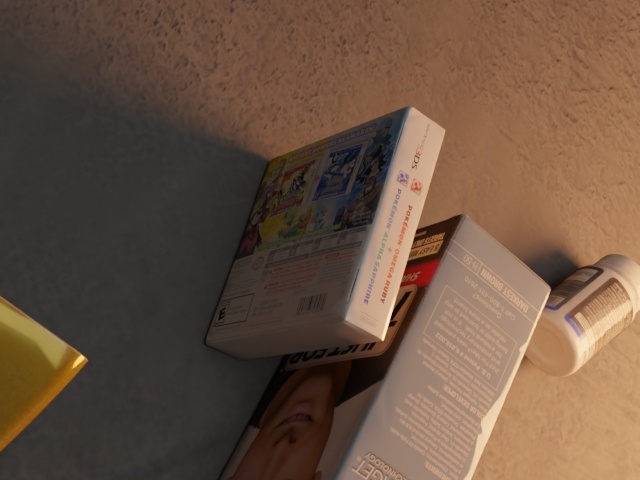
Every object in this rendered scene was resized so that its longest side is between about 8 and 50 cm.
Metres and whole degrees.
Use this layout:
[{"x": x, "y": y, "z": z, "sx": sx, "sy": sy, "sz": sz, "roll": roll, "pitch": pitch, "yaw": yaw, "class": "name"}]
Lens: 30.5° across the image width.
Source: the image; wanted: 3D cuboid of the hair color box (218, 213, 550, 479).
[{"x": 0.026, "y": 0.170, "z": 0.948, "sx": 0.114, "sy": 0.185, "sz": 0.374, "roll": 38, "pitch": 62, "yaw": -20, "class": "hair color box"}]

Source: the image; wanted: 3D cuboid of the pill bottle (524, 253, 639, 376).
[{"x": 0.268, "y": 0.072, "z": 1.187, "sx": 0.137, "sy": 0.078, "sz": 0.078, "roll": -32, "pitch": 97, "yaw": -33, "class": "pill bottle"}]

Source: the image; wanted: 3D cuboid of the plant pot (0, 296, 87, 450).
[{"x": -0.310, "y": 0.087, "z": 0.757, "sx": 0.212, "sy": 0.212, "sz": 0.187, "roll": 38, "pitch": 75, "yaw": -19, "class": "plant pot"}]

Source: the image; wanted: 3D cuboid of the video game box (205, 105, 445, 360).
[{"x": 0.000, "y": 0.000, "z": 0.960, "sx": 0.048, "sy": 0.205, "sz": 0.187, "roll": 28, "pitch": 66, "yaw": -28, "class": "video game box"}]
